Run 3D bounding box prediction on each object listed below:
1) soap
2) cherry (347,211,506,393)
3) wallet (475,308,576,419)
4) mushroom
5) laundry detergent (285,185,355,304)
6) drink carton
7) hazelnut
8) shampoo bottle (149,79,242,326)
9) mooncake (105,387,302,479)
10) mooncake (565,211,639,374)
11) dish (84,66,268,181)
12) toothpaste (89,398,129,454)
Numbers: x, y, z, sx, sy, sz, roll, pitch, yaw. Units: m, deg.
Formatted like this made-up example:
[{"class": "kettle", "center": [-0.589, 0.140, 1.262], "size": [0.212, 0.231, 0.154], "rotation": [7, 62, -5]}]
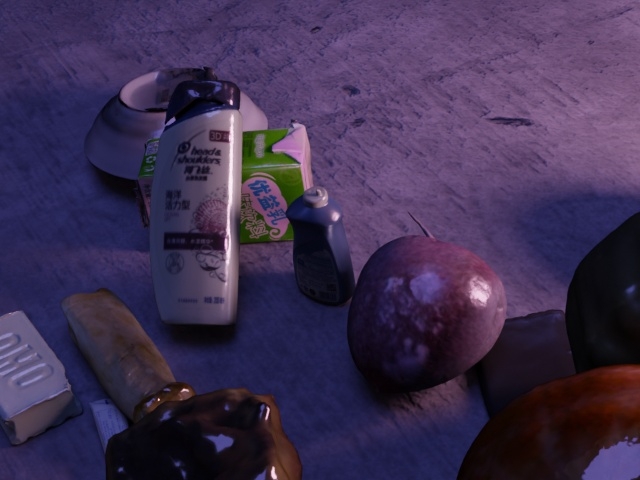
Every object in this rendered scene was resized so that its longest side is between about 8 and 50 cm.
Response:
[{"class": "soap", "center": [-0.432, 0.192, 1.939], "size": [0.115, 0.063, 0.198], "rotation": [-27, 45, -22]}, {"class": "cherry", "center": [0.142, 0.094, 1.864], "size": [0.213, 0.183, 0.266], "rotation": [10, 65, 39]}, {"class": "wallet", "center": [0.292, 0.206, 1.827], "size": [0.146, 0.030, 0.285], "rotation": [-12, 41, 1]}, {"class": "mushroom", "center": [-0.273, 0.173, 1.925], "size": [0.100, 0.081, 0.312], "rotation": [-9, 34, -31]}, {"class": "laundry detergent", "center": [-0.001, 0.001, 1.971], "size": [0.097, 0.206, 0.061], "rotation": [28, 54, 32]}, {"class": "drink carton", "center": [-0.147, -0.085, 2.125], "size": [0.271, 0.161, 0.108], "rotation": [-4, 42, 5]}, {"class": "hazelnut", "center": [0.330, 0.288, 1.491], "size": [0.366, 0.365, 0.365], "rotation": [-5, 42, 4]}, {"class": "shampoo bottle", "center": [-0.185, -0.054, 1.999], "size": [0.134, 0.078, 0.359], "rotation": [0, 84, 12]}, {"class": "mooncake", "center": [-0.126, 0.329, 1.490], "size": [0.246, 0.393, 0.394], "rotation": [-11, 57, -3]}, {"class": "mooncake", "center": [0.481, 0.113, 1.656], "size": [0.357, 0.356, 0.194], "rotation": [-6, 38, 3]}, {"class": "dish", "center": [-0.251, -0.218, 2.296], "size": [0.317, 0.106, 0.316], "rotation": [-6, 31, 3]}, {"class": "toothpaste", "center": [-0.271, 0.285, 1.835], "size": [0.052, 0.033, 0.218], "rotation": [-7, 37, -15]}]
